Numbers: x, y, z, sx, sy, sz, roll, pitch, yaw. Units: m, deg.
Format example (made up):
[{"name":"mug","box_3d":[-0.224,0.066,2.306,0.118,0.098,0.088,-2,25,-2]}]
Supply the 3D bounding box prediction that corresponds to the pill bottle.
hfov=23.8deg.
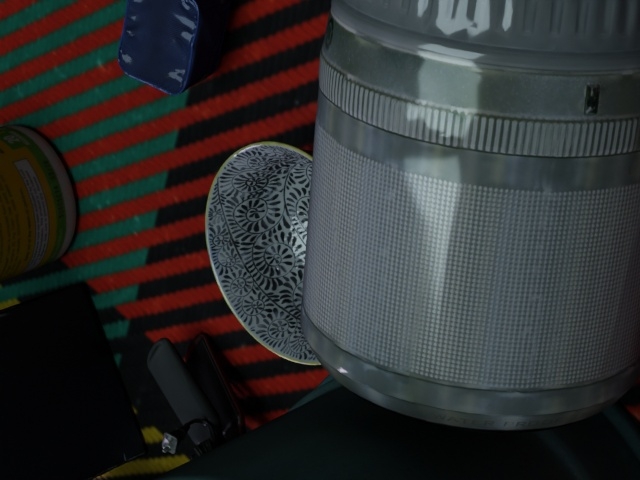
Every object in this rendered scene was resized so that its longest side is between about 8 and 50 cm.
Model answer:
[{"name":"pill bottle","box_3d":[-0.350,-0.011,1.342,0.136,0.245,0.136,18,117,38]}]

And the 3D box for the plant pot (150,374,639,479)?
[{"name":"plant pot","box_3d":[0.022,0.243,0.969,0.341,0.334,0.341,3,96,31]}]

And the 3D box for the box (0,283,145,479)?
[{"name":"box","box_3d":[-0.403,0.197,1.428,0.343,0.312,0.179,-17,93,45]}]

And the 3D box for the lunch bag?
[{"name":"lunch bag","box_3d":[-0.111,-0.164,1.189,0.067,0.065,0.098,27,123,15]}]

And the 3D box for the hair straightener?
[{"name":"hair straightener","box_3d":[-0.095,0.178,1.249,0.047,0.089,0.230,-49,55,39]}]

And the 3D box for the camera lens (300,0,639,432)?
[{"name":"camera lens","box_3d":[0.103,-0.038,0.920,0.219,0.219,0.274,22,118,36]}]

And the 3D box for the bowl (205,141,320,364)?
[{"name":"bowl","box_3d":[0.000,0.000,1.135,0.170,0.080,0.170,17,117,37]}]
